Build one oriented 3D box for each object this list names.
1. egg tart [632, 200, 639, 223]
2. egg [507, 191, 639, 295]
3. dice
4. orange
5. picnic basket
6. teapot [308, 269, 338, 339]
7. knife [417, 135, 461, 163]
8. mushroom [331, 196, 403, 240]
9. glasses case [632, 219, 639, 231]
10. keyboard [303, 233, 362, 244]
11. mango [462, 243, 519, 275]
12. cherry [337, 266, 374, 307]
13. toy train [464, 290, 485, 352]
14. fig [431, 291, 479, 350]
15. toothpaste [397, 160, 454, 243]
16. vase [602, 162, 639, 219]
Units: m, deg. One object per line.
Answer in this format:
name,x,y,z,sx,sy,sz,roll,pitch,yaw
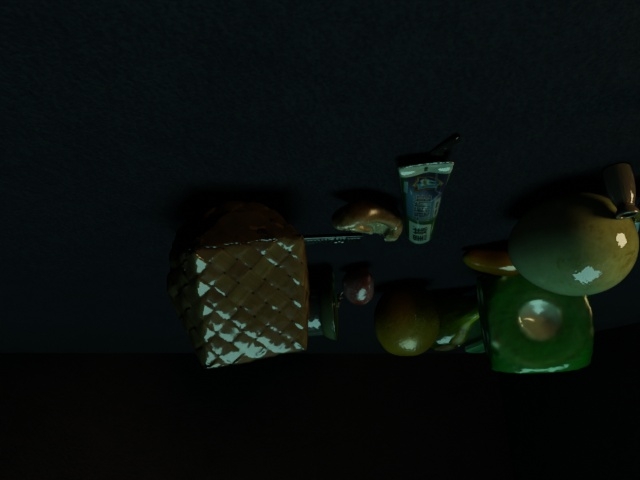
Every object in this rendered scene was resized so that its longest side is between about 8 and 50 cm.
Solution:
egg tart,0.771,-0.091,1.309,0.252,0.098,0.232,-12,167,34
egg,0.525,0.009,1.359,0.218,0.218,0.295,6,175,-30
dice,0.612,0.220,1.831,0.287,0.297,0.300,-9,176,9
orange,0.277,0.257,2.043,0.236,0.236,0.236,-4,162,-1
picnic basket,-0.178,0.065,1.339,0.293,0.337,0.337,-7,164,-16
teapot,-0.118,0.210,1.828,0.337,0.200,0.270,-4,142,5
knife,0.195,-0.147,1.122,0.023,0.010,0.170,10,160,-23
mushroom,0.111,-0.047,1.309,0.094,0.072,0.210,-18,162,40
glasses case,0.646,-0.018,1.590,0.266,0.056,0.105,-8,138,10
keyboard,0.000,0.000,1.529,0.198,0.010,0.063,-3,164,-6
mango,0.474,0.054,1.696,0.184,0.084,0.102,-4,167,13
cherry,0.097,0.150,1.832,0.090,0.107,0.225,-13,154,-22
toy train,0.596,0.288,2.270,0.120,0.202,0.301,-5,162,-13
fig,0.466,0.255,2.192,0.275,0.206,0.206,-32,151,26
toothpaste,0.206,-0.067,1.286,0.099,0.061,0.392,-5,161,5
vase,0.584,-0.094,1.230,0.053,0.100,0.053,-5,162,-2
